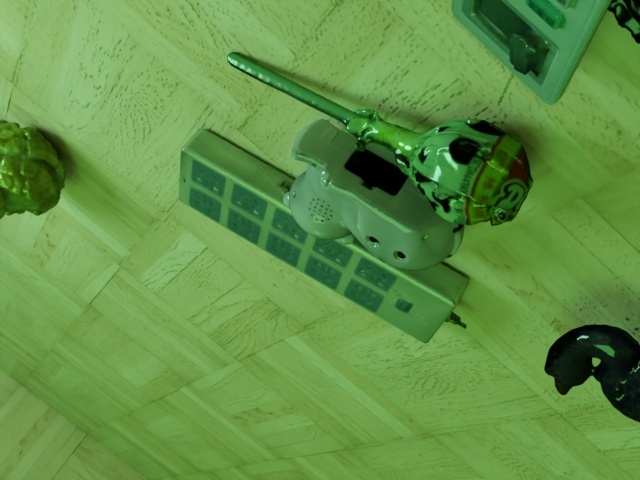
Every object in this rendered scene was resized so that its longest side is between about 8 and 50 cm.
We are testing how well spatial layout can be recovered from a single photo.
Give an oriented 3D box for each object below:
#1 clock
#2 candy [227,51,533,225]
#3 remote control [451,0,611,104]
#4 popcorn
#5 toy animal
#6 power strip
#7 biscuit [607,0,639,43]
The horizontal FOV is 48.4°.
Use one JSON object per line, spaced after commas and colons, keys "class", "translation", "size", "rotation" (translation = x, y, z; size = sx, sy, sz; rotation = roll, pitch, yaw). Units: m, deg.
{"class": "clock", "translation": [0.047, -0.026, 0.675], "size": [0.176, 0.080, 0.117], "rotation": [30, 146, 8]}
{"class": "candy", "translation": [0.034, -0.102, 0.604], "size": [0.305, 0.083, 0.091], "rotation": [30, -175, 21]}
{"class": "remote control", "translation": [0.121, -0.169, 0.362], "size": [0.103, 0.051, 0.293], "rotation": [49, 174, 14]}
{"class": "popcorn", "translation": [-0.414, -0.095, 0.962], "size": [0.135, 0.162, 0.141], "rotation": [-33, 139, 19]}
{"class": "toy animal", "translation": [0.344, 0.153, 0.607], "size": [0.298, 0.122, 0.185], "rotation": [13, 138, 43]}
{"class": "power strip", "translation": [0.000, 0.000, 0.783], "size": [0.367, 0.043, 0.106], "rotation": [30, 147, 7]}
{"class": "biscuit", "translation": [0.235, -0.163, 0.362], "size": [0.194, 0.053, 0.195], "rotation": [24, 146, 17]}
